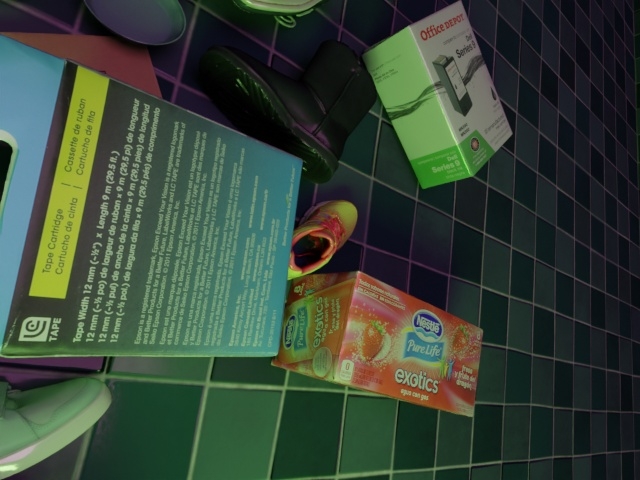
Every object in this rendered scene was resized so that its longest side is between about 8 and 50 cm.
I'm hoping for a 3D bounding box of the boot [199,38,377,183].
[{"bbox_3d":[-0.033,-0.233,0.643,0.246,0.094,0.207,39,58,-24],"label":"boot"}]

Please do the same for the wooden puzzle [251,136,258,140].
[{"bbox_3d":[-0.097,-0.126,0.633,0.083,0.006,0.050,-27,101,-38],"label":"wooden puzzle"}]

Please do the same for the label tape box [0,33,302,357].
[{"bbox_3d":[-0.191,-0.013,0.451,0.347,0.115,0.250,14,80,-41],"label":"label tape box"}]

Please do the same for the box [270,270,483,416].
[{"bbox_3d":[0.097,0.162,0.662,0.299,0.154,0.142,26,69,-32],"label":"box"}]

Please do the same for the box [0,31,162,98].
[{"bbox_3d":[-0.254,-0.134,0.498,0.164,0.021,0.202,-20,97,-39],"label":"box"}]

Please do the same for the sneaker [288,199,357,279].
[{"bbox_3d":[0.000,0.000,0.639,0.208,0.094,0.082,-40,108,-36],"label":"sneaker"}]

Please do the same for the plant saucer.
[{"bbox_3d":[-0.225,-0.279,0.522,0.119,0.021,0.120,16,60,-29],"label":"plant saucer"}]

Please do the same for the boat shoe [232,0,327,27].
[{"bbox_3d":[-0.046,-0.388,0.659,0.254,0.079,0.095,-45,110,-36],"label":"boat shoe"}]

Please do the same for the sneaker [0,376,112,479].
[{"bbox_3d":[-0.319,0.125,0.362,0.255,0.094,0.151,-9,96,-37],"label":"sneaker"}]

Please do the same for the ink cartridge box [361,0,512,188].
[{"bbox_3d":[0.235,-0.282,0.845,0.211,0.121,0.289,-41,109,-35],"label":"ink cartridge box"}]
